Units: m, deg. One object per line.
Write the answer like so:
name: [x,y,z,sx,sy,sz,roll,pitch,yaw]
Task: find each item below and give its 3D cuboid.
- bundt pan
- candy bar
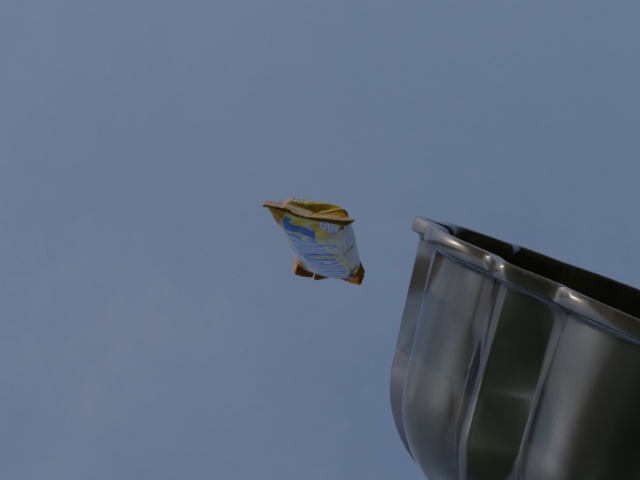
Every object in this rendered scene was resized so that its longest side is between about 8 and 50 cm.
bundt pan: [0.177,0.103,0.828,0.331,0.331,0.124,20,-85,-15]
candy bar: [0.000,0.000,0.823,0.040,0.161,0.018,9,-100,5]
